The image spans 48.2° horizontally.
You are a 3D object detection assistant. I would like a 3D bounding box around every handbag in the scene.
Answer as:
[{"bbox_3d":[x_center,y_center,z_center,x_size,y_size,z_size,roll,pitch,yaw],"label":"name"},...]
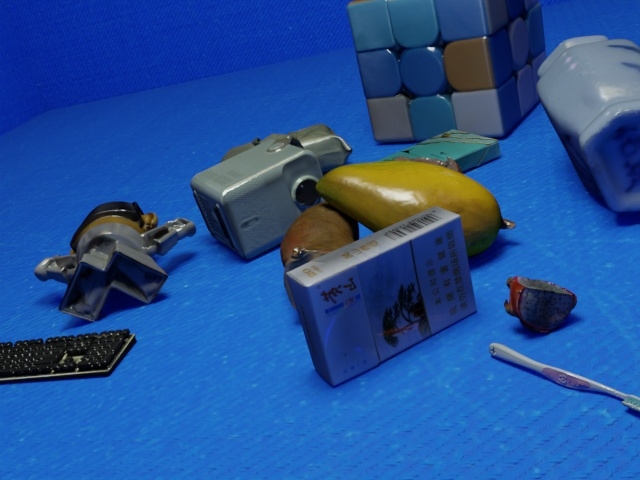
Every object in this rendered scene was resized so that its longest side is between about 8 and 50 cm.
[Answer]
[{"bbox_3d":[-0.095,-0.192,1.672,0.316,0.109,0.253,-17,19,-2],"label":"handbag"}]

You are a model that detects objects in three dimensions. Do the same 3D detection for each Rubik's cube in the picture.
[{"bbox_3d":[0.315,-0.452,1.701,0.344,0.346,0.347,2,29,35],"label":"Rubik's cube"}]

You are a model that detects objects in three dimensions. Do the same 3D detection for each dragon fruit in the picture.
[{"bbox_3d":[0.272,0.082,0.905,0.083,0.060,0.056,7,11,-17],"label":"dragon fruit"}]

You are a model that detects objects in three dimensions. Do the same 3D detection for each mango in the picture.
[{"bbox_3d":[0.147,-0.056,1.129,0.317,0.119,0.176,17,41,14],"label":"mango"}]

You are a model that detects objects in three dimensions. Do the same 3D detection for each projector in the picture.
[{"bbox_3d":[-0.104,-0.090,1.381,0.242,0.163,0.177,-28,28,-21],"label":"projector"}]

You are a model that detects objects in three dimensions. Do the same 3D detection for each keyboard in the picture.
[{"bbox_3d":[-0.451,0.187,1.146,0.317,0.027,0.106,-8,25,17],"label":"keyboard"}]

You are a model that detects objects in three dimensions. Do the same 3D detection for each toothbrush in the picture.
[{"bbox_3d":[0.271,0.151,0.801,0.022,0.017,0.204,-8,16,-36],"label":"toothbrush"}]

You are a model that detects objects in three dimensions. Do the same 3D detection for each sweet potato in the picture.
[{"bbox_3d":[0.001,0.003,1.162,0.131,0.131,0.336,-13,23,5],"label":"sweet potato"}]

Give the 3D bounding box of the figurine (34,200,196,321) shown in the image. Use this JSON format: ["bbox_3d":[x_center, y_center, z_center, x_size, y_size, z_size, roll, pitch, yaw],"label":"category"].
[{"bbox_3d":[-0.383,0.018,1.338,0.309,0.143,0.308,4,28,-2],"label":"figurine"}]

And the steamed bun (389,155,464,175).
[{"bbox_3d":[0.172,-0.089,1.279,0.175,0.106,0.145,-7,25,14],"label":"steamed bun"}]

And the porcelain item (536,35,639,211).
[{"bbox_3d":[0.486,-0.211,1.203,0.178,0.242,0.405,-28,22,19],"label":"porcelain item"}]

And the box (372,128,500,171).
[{"bbox_3d":[0.234,-0.166,1.492,0.229,0.041,0.162,-24,25,-18],"label":"box"}]

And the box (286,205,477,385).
[{"bbox_3d":[0.084,0.068,0.931,0.233,0.149,0.067,-24,22,-19],"label":"box"}]
